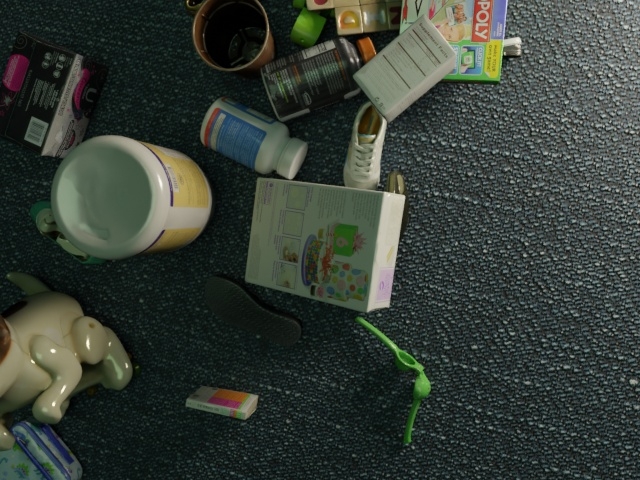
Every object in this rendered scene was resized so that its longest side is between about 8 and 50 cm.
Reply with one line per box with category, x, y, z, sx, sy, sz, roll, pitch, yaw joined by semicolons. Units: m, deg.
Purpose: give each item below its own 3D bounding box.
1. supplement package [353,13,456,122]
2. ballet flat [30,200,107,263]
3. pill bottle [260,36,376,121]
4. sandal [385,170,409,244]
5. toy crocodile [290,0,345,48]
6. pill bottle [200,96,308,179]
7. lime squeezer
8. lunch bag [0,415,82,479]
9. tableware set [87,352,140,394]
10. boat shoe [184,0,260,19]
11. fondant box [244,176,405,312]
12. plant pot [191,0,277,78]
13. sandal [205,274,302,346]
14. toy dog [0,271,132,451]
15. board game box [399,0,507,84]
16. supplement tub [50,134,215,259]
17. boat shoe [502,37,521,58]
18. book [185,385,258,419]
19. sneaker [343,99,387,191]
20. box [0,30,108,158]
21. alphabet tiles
supplement package;0.170;-0.338;1.141;0.179;0.105;0.105;-39;84;11
ballet flat;-0.628;-0.023;1.397;0.247;0.087;0.083;33;98;7
pill bottle;0.004;-0.358;1.244;0.245;0.130;0.131;-19;89;5
sandal;0.127;-0.006;1.256;0.086;0.120;0.303;14;96;23
toy crocodile;0.004;-0.598;1.258;0.115;0.105;0.341;10;92;-10
pill bottle;-0.146;-0.224;1.285;0.221;0.124;0.124;28;97;8
lime squeezer;0.185;0.301;1.296;0.109;0.058;0.311;-22;90;40
lunch bag;-0.725;0.566;1.443;0.176;0.090;0.219;-41;86;7
tableware set;-0.528;0.332;1.431;0.154;0.024;0.104;-36;89;8
boat shoe;-0.168;-0.593;1.281;0.307;0.104;0.111;-39;86;9
fondant box;0.000;0.000;1.222;0.330;0.096;0.239;11;95;35
plant pot;-0.175;-0.437;1.259;0.166;0.165;0.167;0;93;9
sandal;-0.161;0.168;1.348;0.254;0.054;0.097;32;105;-3
toy dog;-0.660;0.239;1.238;0.284;0.408;0.396;-17;82;12
board game box;0.276;-0.491;1.187;0.213;0.046;0.318;5;95;12
supplement tub;-0.378;-0.088;1.226;0.240;0.331;0.241;0;92;9
boat shoe;0.362;-0.398;1.226;0.142;0.049;0.040;-12;91;8
book;-0.230;0.379;1.341;0.144;0.096;0.035;10;95;10
sneaker;0.095;-0.195;1.260;0.087;0.092;0.229;7;95;8
box;-0.643;-0.337;1.359;0.163;0.142;0.248;24;98;7
alphabet tiles;0.126;-0.593;1.216;0.342;0.011;0.285;-9;97;-8
